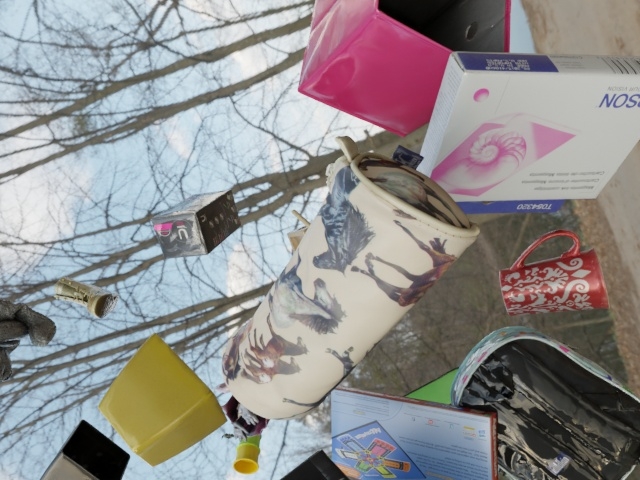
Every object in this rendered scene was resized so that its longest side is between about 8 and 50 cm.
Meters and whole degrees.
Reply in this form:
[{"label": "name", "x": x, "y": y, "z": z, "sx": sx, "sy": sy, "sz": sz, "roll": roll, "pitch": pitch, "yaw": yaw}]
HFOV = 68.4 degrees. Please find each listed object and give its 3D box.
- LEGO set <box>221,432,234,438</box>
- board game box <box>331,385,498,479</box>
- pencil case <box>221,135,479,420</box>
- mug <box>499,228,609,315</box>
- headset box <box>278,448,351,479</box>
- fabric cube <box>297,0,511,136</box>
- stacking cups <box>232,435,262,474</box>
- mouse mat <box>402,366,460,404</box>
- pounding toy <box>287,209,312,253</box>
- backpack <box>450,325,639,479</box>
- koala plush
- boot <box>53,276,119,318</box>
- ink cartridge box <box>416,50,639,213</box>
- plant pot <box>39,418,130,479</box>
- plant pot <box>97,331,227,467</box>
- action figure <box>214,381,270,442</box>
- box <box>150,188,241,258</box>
[{"label": "LEGO set", "x": -0.292, "y": 0.642, "z": 1.551, "sx": 0.083, "sy": 0.054, "sz": 0.023, "roll": 31, "pitch": -118, "yaw": -64}, {"label": "board game box", "x": 0.136, "y": 0.324, "z": 0.747, "sx": 0.027, "sy": 0.281, "sz": 0.145, "roll": 6, "pitch": -97, "yaw": -51}, {"label": "pencil case", "x": 0.008, "y": 0.072, "z": 0.616, "sx": 0.183, "sy": 0.410, "sz": 0.160, "roll": 44, "pitch": -148, "yaw": 16}, {"label": "mug", "x": 0.434, "y": 0.068, "z": 0.895, "sx": 0.113, "sy": 0.169, "sz": 0.150, "roll": 26, "pitch": -126, "yaw": -57}, {"label": "headset box", "x": 0.023, "y": 0.444, "z": 0.570, "sx": 0.131, "sy": 0.283, "sz": 0.246, "roll": -21, "pitch": -51, "yaw": -38}, {"label": "fabric cube", "x": 0.142, "y": -0.375, "z": 0.819, "sx": 0.254, "sy": 0.258, "sz": 0.259, "roll": 14, "pitch": -105, "yaw": -24}, {"label": "stacking cups", "x": -0.256, "y": 0.718, "z": 1.795, "sx": 0.316, "sy": 0.096, "sz": 0.096, "roll": -84, "pitch": -30, "yaw": -58}, {"label": "mouse mat", "x": 0.242, "y": 0.338, "z": 1.014, "sx": 0.152, "sy": 0.190, "sz": 0.007, "roll": 48, "pitch": -167, "yaw": -45}, {"label": "pounding toy", "x": -0.001, "y": -0.009, "z": 1.198, "sx": 0.206, "sy": 0.094, "sz": 0.181, "roll": -8, "pitch": 106, "yaw": 67}, {"label": "backpack", "x": 0.340, "y": 0.262, "z": 0.741, "sx": 0.253, "sy": 0.225, "sz": 0.191, "roll": 34, "pitch": -173, "yaw": 6}, {"label": "koala plush", "x": -0.790, "y": 0.264, "z": 1.110, "sx": 0.221, "sy": 0.196, "sz": 0.203, "roll": -93, "pitch": -22, "yaw": -44}, {"label": "boot", "x": -0.690, "y": 0.162, "z": 1.366, "sx": 0.213, "sy": 0.165, "sz": 0.077, "roll": 168, "pitch": 123, "yaw": -78}, {"label": "ink cartridge box", "x": 0.325, "y": -0.135, "z": 0.760, "sx": 0.330, "sy": 0.324, "sz": 0.071, "roll": 96, "pitch": 169, "yaw": -48}, {"label": "plant pot", "x": -0.680, "y": 0.660, "z": 1.323, "sx": 0.188, "sy": 0.167, "sz": 0.187, "roll": 44, "pitch": 177, "yaw": -12}, {"label": "plant pot", "x": -0.363, "y": 0.378, "z": 1.067, "sx": 0.212, "sy": 0.187, "sz": 0.212, "roll": 36, "pitch": 151, "yaw": 23}, {"label": "action figure", "x": -0.173, "y": 0.439, "z": 1.507, "sx": 0.275, "sy": 0.248, "sz": 0.370, "roll": 57, "pitch": -140, "yaw": -17}, {"label": "box", "x": -0.399, "y": -0.059, "z": 1.553, "sx": 0.270, "sy": 0.165, "sz": 0.143, "roll": -58, "pitch": -41, "yaw": -64}]
